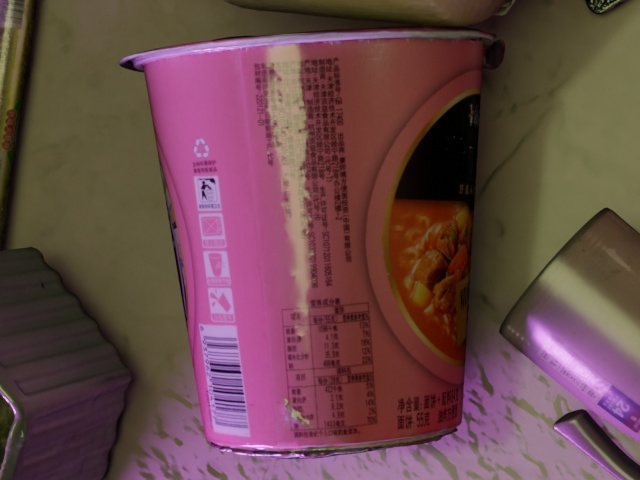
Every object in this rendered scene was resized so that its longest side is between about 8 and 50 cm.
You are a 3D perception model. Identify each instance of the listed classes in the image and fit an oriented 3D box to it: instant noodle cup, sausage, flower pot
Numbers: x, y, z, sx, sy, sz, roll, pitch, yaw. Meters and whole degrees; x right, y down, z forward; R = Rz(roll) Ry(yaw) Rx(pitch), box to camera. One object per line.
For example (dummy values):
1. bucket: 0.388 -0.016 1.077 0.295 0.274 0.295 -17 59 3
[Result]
1. instant noodle cup: 0.000 0.000 1.105 0.244 0.244 0.255 -4 91 18
2. sausage: -0.236 -0.073 1.273 0.033 0.033 0.269 6 86 18
3. flower pot: -0.261 0.121 1.163 0.209 0.189 0.239 18 97 14

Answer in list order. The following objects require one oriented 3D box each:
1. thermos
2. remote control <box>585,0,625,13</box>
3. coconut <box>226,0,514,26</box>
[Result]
1. thermos: 0.209 0.091 1.086 0.193 0.105 0.137 41 123 11
2. remote control: 0.213 -0.186 1.150 0.096 0.014 0.039 -31 76 14
3. coconut: 0.040 -0.283 1.077 0.323 0.323 0.323 -2 83 18
